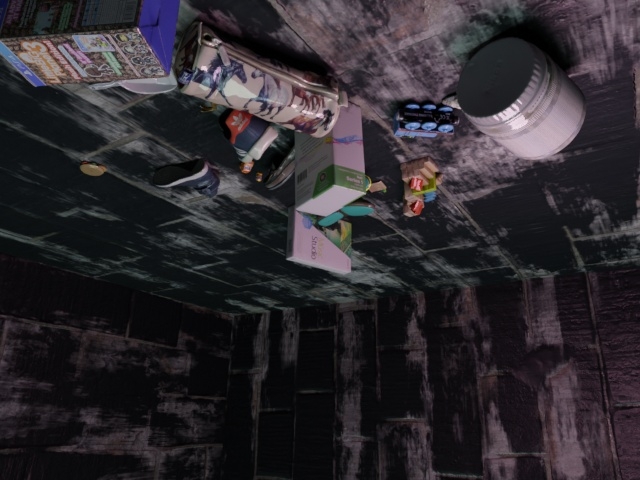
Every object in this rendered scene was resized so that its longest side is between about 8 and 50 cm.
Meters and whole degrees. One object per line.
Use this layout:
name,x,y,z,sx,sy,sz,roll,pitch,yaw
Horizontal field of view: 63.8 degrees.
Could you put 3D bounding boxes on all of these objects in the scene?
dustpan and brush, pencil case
dustpan and brush,-0.489,-0.417,1.318,0.211,0.060,0.147,-1,160,5
pencil case,-0.141,-0.382,1.254,0.410,0.160,0.183,13,173,-28

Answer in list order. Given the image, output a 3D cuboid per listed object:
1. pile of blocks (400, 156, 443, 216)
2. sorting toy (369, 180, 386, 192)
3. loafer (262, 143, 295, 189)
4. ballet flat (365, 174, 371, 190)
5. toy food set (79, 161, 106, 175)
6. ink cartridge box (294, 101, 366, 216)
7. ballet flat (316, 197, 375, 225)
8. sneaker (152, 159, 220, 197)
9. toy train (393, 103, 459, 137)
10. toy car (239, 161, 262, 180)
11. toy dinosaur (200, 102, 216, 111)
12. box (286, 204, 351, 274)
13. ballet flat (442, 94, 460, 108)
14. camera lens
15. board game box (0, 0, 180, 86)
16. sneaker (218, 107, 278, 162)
pile of blocks,0.372,-0.169,1.876,0.148,0.113,0.362,-2,160,10
sorting toy,0.216,-0.200,1.944,0.062,0.012,0.083,-15,152,26
loafer,-0.118,-0.261,1.716,0.084,0.096,0.267,36,138,-25
ballet flat,0.096,-0.199,1.889,0.231,0.077,0.077,-10,179,35
toy food set,-0.817,-0.256,1.836,0.083,0.020,0.082,-15,154,39
ink cartridge box,0.022,-0.237,1.473,0.117,0.278,0.201,10,158,-32
ballet flat,0.092,-0.135,2.006,0.280,0.096,0.095,-14,151,39
sneaker,-0.474,-0.207,1.856,0.226,0.086,0.163,-7,156,18
toy train,0.299,-0.339,1.472,0.184,0.080,0.105,2,169,-9
toy car,-0.235,-0.243,1.811,0.060,0.041,0.122,-14,155,35
toy dinosaur,-0.270,-0.384,1.396,0.112,0.064,0.211,-8,158,21
box,0.000,0.000,2.185,0.322,0.232,0.058,17,156,-38
ballet flat,0.389,-0.381,1.400,0.114,0.041,0.041,-9,158,27
camera lens,0.492,-0.336,1.253,0.274,0.219,0.219,19,154,-39
board game box,-0.444,-0.444,0.997,0.290,0.232,0.141,-1,160,7
sneaker,-0.219,-0.313,1.459,0.148,0.131,0.350,39,174,-15
